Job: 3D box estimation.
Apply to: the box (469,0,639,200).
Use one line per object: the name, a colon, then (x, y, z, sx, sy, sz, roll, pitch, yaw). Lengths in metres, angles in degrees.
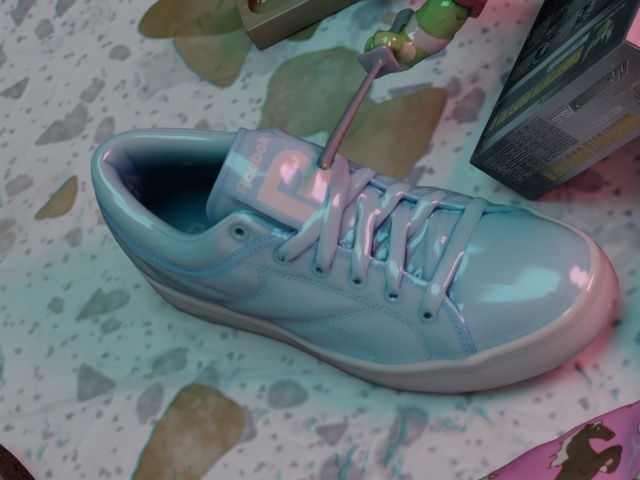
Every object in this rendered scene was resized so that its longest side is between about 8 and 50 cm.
box: (0.188, -0.140, 0.882, 0.056, 0.231, 0.183, 29, 70, -7)

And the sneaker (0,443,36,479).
sneaker: (-0.209, 0.204, 0.951, 0.071, 0.066, 0.188, -42, 50, -2)

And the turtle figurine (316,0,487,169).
turtle figurine: (0.037, -0.221, 0.956, 0.275, 0.198, 0.266, -38, 15, 1)

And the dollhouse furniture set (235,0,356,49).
dollhouse furniture set: (-0.052, -0.254, 1.128, 0.144, 0.123, 0.151, -25, 52, 11)

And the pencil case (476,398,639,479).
pencil case: (0.081, 0.209, 0.742, 0.386, 0.160, 0.167, -29, 58, 7)

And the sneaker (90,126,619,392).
sneaker: (0.000, 0.000, 0.921, 0.366, 0.150, 0.135, 6, 64, 30)
